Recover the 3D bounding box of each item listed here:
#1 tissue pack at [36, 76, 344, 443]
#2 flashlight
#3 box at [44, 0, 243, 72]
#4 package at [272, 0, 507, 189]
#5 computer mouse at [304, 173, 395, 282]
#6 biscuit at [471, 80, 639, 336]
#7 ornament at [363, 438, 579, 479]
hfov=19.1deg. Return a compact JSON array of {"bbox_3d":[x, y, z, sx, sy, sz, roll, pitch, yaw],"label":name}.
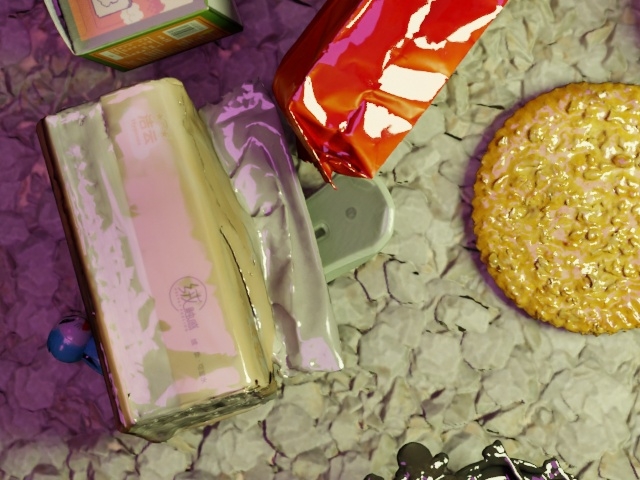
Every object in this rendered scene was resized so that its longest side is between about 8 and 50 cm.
[{"bbox_3d":[-0.114,0.014,1.795,0.238,0.238,0.306,-18,80,7],"label":"tissue pack"},{"bbox_3d":[-0.212,0.117,1.908,0.129,0.051,0.051,26,94,0],"label":"flashlight"},{"bbox_3d":[-0.181,-0.269,1.825,0.148,0.195,0.178,-19,88,8],"label":"box"},{"bbox_3d":[0.104,-0.240,1.783,0.123,0.196,0.423,38,96,-14],"label":"package"},{"bbox_3d":[0.000,0.000,1.871,0.181,0.056,0.089,-31,73,18],"label":"computer mouse"},{"bbox_3d":[0.270,-0.033,1.846,0.253,0.035,0.254,0,90,8],"label":"biscuit"},{"bbox_3d":[0.169,0.297,1.801,0.251,0.106,0.260,-23,79,-22],"label":"ornament"}]
